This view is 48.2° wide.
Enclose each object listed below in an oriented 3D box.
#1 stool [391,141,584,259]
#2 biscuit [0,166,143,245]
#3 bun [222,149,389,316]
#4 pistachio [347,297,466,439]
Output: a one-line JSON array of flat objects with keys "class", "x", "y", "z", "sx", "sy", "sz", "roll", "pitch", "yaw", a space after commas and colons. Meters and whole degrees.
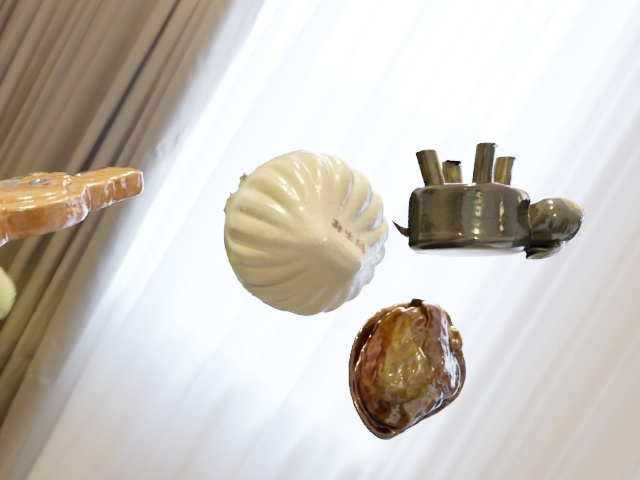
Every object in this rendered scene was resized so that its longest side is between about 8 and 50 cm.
[{"class": "stool", "x": 0.215, "y": -0.045, "z": 0.937, "sx": 0.228, "sy": 0.139, "sz": 0.153, "roll": 3, "pitch": -6, "yaw": -11}, {"class": "biscuit", "x": -0.341, "y": -0.039, "z": 0.781, "sx": 0.202, "sy": 0.047, "sz": 0.334, "roll": -2, "pitch": 16, "yaw": 17}, {"class": "bun", "x": 0.000, "y": 0.000, "z": 1.057, "sx": 0.263, "sy": 0.263, "sz": 0.175, "roll": 26, "pitch": 1, "yaw": -28}, {"class": "pistachio", "x": 0.120, "y": 0.173, "z": 0.982, "sx": 0.165, "sy": 0.210, "sz": 0.130, "roll": 29, "pitch": -22, "yaw": 7}]
